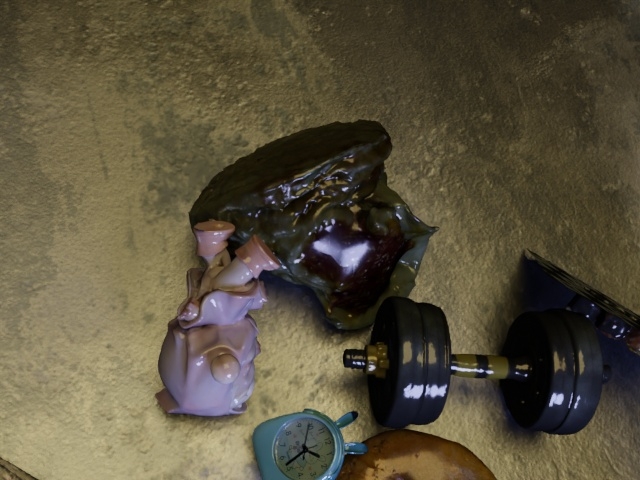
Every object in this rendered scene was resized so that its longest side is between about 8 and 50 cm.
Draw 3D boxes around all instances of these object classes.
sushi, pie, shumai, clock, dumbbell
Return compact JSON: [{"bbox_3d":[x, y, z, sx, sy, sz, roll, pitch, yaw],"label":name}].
[{"bbox_3d":[0.429,0.121,1.191,0.290,0.264,0.050,32,101,1],"label":"sushi"},{"bbox_3d":[0.128,0.381,1.069,0.274,0.069,0.273,2,70,-7],"label":"pie"},{"bbox_3d":[0.000,0.000,1.167,0.330,0.292,0.288,-25,111,-11],"label":"shumai"},{"bbox_3d":[-0.012,0.279,1.070,0.147,0.045,0.108,-21,67,5],"label":"clock"},{"bbox_3d":[0.222,0.175,1.117,0.389,0.185,0.185,6,65,-9],"label":"dumbbell"}]

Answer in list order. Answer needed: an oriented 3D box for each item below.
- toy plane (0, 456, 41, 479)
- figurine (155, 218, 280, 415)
[{"bbox_3d":[-0.316,0.360,0.964,0.316,0.103,0.204,9,63,-7],"label":"toy plane"},{"bbox_3d":[-0.138,0.113,1.053,0.133,0.200,0.275,11,106,-6],"label":"figurine"}]
